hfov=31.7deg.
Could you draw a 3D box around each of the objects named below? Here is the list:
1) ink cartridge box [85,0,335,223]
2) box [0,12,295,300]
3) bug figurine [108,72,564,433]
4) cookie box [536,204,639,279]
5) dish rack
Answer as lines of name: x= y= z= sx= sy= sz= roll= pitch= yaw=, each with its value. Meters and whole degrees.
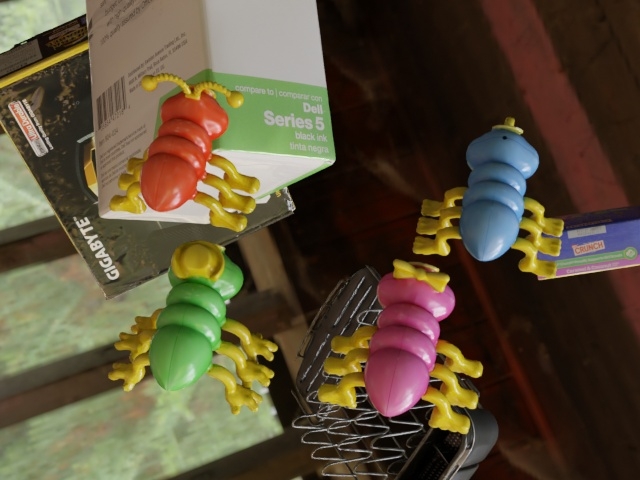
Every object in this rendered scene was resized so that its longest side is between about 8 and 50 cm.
ink cartridge box: x=-0.101 y=-0.169 z=0.921 sx=0.198 sy=0.114 sz=0.273 roll=-21 pitch=-109 yaw=52
box: x=-0.198 y=-0.112 z=1.279 sx=0.079 sy=0.257 sz=0.322 roll=58 pitch=-9 yaw=49
bug figurine: x=0.000 y=0.000 z=0.644 sx=0.072 sy=0.279 sz=0.216 roll=87 pitch=12 yaw=-57
cookie box: x=0.227 y=0.000 z=0.948 sx=0.107 sy=0.091 sz=0.040 roll=-27 pitch=108 yaw=-74
dish rack: x=0.051 y=0.165 z=1.127 sx=0.271 sy=0.074 sz=0.208 roll=54 pitch=-55 yaw=38
